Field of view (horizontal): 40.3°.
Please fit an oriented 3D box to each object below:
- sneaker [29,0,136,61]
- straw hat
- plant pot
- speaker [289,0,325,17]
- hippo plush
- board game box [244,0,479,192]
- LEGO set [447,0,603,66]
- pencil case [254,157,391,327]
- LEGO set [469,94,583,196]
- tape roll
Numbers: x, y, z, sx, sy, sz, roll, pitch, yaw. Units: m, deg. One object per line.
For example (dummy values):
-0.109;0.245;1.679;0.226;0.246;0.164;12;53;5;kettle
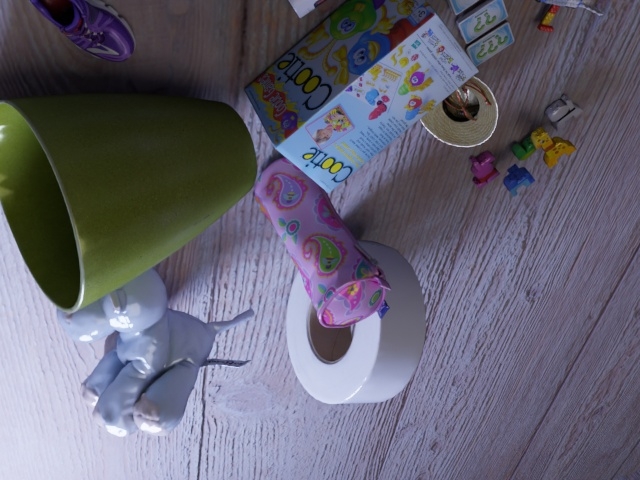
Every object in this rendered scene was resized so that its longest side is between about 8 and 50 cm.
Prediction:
-0.293;-0.261;1.052;0.068;0.071;0.170;-40;140;15;sneaker
0.229;-0.224;1.391;0.061;0.145;0.144;-55;158;-39;straw hat
-0.241;-0.082;1.155;0.294;0.275;0.274;-21;143;-33;plant pot
0.012;-0.351;1.141;0.136;0.055;0.055;-33;140;6;speaker
-0.290;0.157;1.378;0.294;0.234;0.236;-15;131;14;hippo plush
0.055;-0.226;1.231;0.275;0.142;0.144;-38;140;12;board game box
0.321;-0.367;1.299;0.244;0.060;0.182;-32;144;5;LEGO set
0.000;0.000;1.332;0.124;0.284;0.124;-20;144;-15;pencil case
0.364;-0.164;1.518;0.227;0.087;0.093;-38;140;11;LEGO set
0.056;0.141;1.520;0.100;0.286;0.286;6;130;-33;tape roll
